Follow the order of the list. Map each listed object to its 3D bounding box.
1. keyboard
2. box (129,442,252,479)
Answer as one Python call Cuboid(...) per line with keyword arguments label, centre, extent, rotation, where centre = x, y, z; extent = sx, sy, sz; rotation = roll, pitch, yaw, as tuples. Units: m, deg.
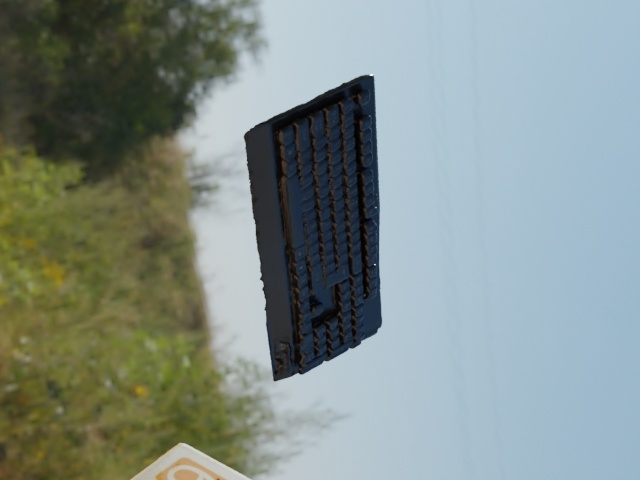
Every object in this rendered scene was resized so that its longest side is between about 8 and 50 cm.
Cuboid(label="keyboard", centre=(0.001, 0.001, 0.792), extent=(0.015, 0.074, 0.197), rotation=(44, -27, 35))
Cuboid(label="box", centre=(-0.087, 0.256, 0.932), extent=(0.220, 0.274, 0.091), rotation=(24, -57, 23))
